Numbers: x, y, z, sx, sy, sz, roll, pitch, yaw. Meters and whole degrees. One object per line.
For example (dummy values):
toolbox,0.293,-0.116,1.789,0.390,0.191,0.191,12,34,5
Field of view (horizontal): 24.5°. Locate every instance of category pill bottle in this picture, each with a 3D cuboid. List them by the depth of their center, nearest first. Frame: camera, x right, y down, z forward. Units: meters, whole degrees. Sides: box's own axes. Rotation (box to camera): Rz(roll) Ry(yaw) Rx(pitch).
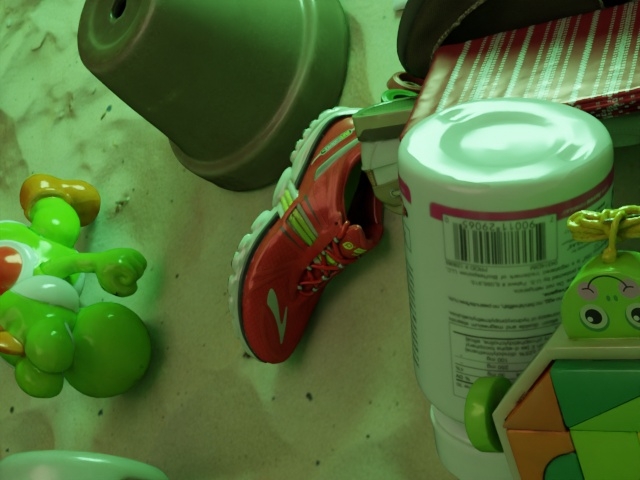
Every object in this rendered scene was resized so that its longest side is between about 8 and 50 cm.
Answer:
pill bottle,0.148,0.046,1.149,0.160,0.160,0.283,36,140,49

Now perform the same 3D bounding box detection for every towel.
towel,0.207,-0.141,1.235,0.275,0.031,0.199,-10,28,22

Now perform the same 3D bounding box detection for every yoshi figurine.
yoshi figurine,-0.296,0.076,1.752,0.203,0.203,0.362,-17,33,-4

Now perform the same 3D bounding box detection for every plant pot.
plant pot,-0.138,-0.210,1.628,0.263,0.229,0.263,-23,57,41

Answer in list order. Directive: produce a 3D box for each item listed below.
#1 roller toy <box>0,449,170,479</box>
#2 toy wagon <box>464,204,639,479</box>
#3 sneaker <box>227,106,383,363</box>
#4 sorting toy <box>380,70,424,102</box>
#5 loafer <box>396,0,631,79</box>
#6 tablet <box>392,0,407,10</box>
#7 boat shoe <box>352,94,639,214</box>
roller toy,-0.253,0.307,1.535,0.209,0.191,0.146,112,162,-68
toy wagon,0.228,0.140,1.006,0.267,0.344,0.068,-4,28,34
sneaker,0.000,0.000,1.478,0.118,0.107,0.279,24,93,41
sorting toy,0.089,-0.131,1.472,0.102,0.061,0.042,-69,-5,-59
loafer,0.211,-0.245,1.331,0.366,0.134,0.130,-44,68,36
tablet,0.110,-0.275,1.556,0.083,0.006,0.054,-8,67,46
boat shoe,0.172,-0.084,1.328,0.302,0.113,0.103,-2,107,38
